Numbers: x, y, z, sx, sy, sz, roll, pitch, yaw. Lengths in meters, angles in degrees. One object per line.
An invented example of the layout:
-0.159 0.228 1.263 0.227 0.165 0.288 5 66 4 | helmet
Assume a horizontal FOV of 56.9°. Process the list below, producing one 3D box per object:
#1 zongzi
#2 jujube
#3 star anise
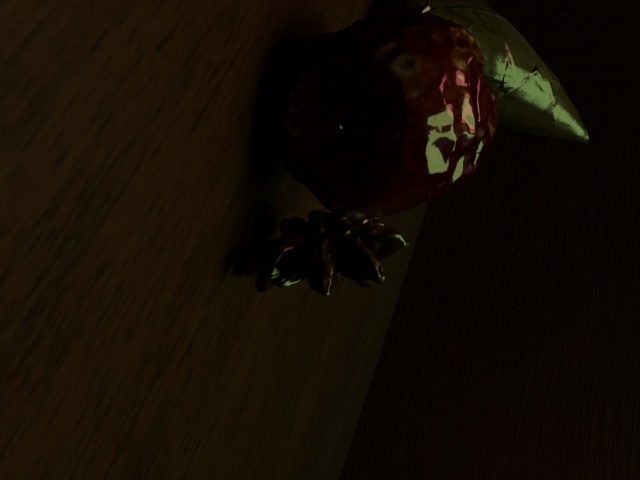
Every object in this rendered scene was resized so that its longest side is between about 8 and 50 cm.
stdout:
0.269 -0.251 0.939 0.174 0.392 0.356 -55 172 27 | zongzi
0.068 -0.129 0.605 0.232 0.212 0.213 -26 130 -64 | jujube
0.000 0.001 0.636 0.234 0.177 0.074 -88 168 -79 | star anise
